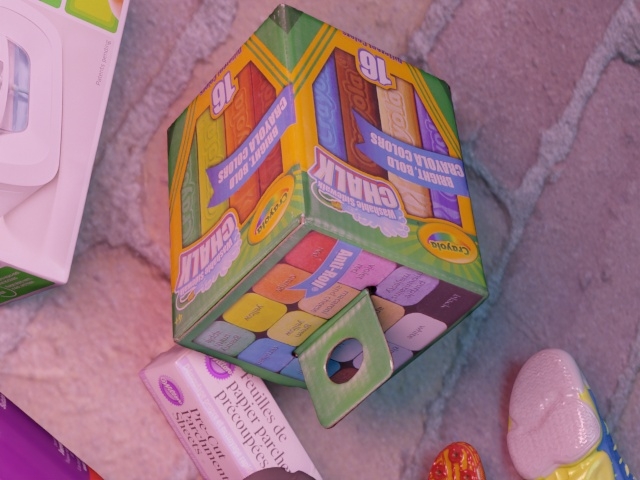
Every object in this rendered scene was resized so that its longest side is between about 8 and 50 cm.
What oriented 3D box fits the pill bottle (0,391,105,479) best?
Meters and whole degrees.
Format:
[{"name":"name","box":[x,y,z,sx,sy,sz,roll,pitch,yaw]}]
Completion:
[{"name":"pill bottle","box":[-0.295,0.147,1.109,0.323,0.181,0.181,43,57,-19]}]

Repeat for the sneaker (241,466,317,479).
[{"name":"sneaker","box":[0.050,0.320,1.255,0.341,0.139,0.125,40,102,-5]}]

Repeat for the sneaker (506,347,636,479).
[{"name":"sneaker","box":[0.243,0.219,1.554,0.126,0.091,0.240,8,72,-53]}]

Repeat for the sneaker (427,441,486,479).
[{"name":"sneaker","box":[0.134,0.261,1.475,0.067,0.064,0.175,-6,86,-57]}]

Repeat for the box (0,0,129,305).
[{"name":"box","box":[-0.284,-0.114,1.225,0.231,0.127,0.262,23,66,-31]}]

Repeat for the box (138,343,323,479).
[{"name":"box","box":[-0.028,0.221,1.356,0.063,0.067,0.324,-37,101,-36]}]

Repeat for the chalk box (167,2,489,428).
[{"name":"chalk box","box":[0.000,0.000,1.306,0.179,0.180,0.289,22,43,-30]}]
